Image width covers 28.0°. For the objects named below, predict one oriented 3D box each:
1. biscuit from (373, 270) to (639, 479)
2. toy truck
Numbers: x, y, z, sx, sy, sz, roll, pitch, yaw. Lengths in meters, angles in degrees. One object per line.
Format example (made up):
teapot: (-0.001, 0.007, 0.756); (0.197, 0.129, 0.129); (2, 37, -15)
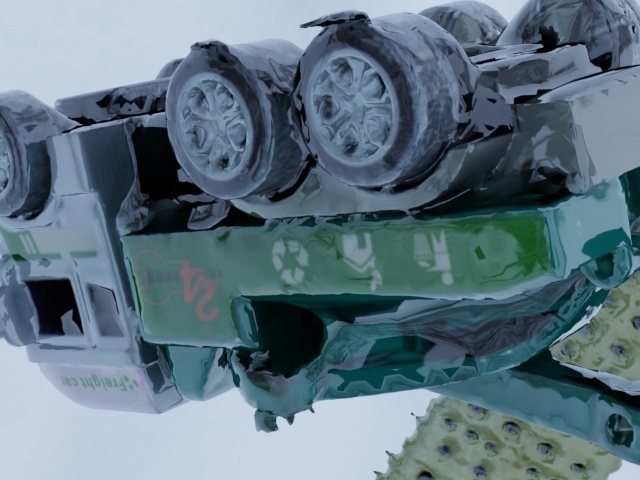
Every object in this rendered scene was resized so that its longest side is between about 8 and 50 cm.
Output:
biscuit: (0.137, 0.101, 0.782); (0.139, 0.016, 0.231); (32, 100, -19)
toy truck: (-0.003, -0.007, 0.555); (0.176, 0.363, 0.178); (-19, 105, -46)
